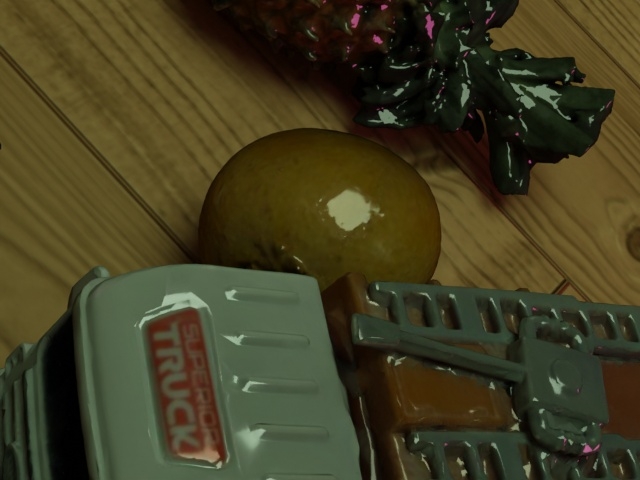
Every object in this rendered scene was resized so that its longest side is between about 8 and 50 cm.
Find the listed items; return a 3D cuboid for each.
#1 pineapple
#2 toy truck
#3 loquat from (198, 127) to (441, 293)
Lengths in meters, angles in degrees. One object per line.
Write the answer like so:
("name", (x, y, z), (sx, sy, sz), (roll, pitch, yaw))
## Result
("pineapple", (0.065, -0.157, 0.998), (0.310, 0.141, 0.170), (35, 82, -13))
("toy truck", (0.033, 0.114, 0.732), (0.387, 0.207, 0.173), (6, 55, -31))
("loquat", (0.000, 0.000, 0.843), (0.141, 0.141, 0.141), (18, 50, -23))
